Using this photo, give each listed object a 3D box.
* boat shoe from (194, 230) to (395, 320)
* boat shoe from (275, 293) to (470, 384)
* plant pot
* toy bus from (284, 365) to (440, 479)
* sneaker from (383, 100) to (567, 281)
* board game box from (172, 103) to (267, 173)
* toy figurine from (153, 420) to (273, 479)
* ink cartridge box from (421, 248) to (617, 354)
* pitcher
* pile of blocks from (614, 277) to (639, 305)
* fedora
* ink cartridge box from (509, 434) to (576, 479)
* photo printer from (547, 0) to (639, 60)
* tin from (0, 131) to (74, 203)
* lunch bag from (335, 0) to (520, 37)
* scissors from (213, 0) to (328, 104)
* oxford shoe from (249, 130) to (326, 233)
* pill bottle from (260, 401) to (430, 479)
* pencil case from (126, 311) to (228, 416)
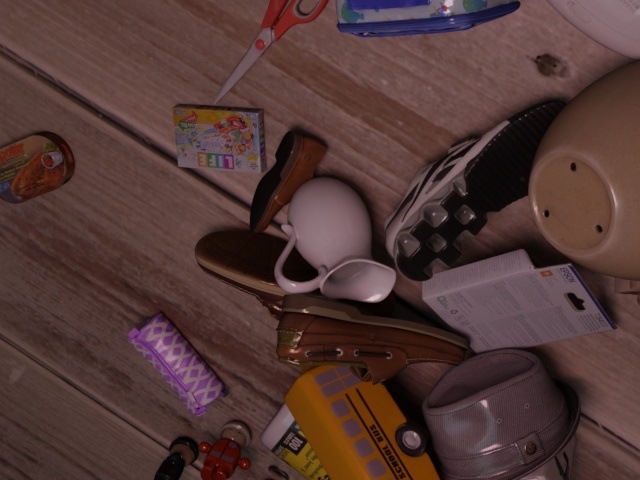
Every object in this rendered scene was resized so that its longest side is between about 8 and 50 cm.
[{"bbox_3d":[-0.052,0.090,1.484,0.341,0.123,0.123,17,125,2],"label":"boat shoe"},{"bbox_3d":[0.075,0.161,1.328,0.307,0.110,0.105,14,79,-18],"label":"boat shoe"},{"bbox_3d":[0.370,-0.067,1.105,0.284,0.190,0.284,33,132,45],"label":"plant pot"},{"bbox_3d":[0.053,0.284,1.359,0.333,0.130,0.108,57,146,20],"label":"toy bus"},{"bbox_3d":[0.216,-0.098,1.299,0.330,0.146,0.122,-40,121,7],"label":"sneaker"},{"bbox_3d":[-0.165,-0.168,1.470,0.154,0.026,0.104,6,115,19],"label":"board game box"},{"bbox_3d":[-0.194,0.466,1.699,0.213,0.148,0.210,-25,107,27],"label":"toy figurine"},{"bbox_3d":[0.295,0.092,1.321,0.223,0.045,0.223,-16,143,27],"label":"ink cartridge box"},{"bbox_3d":[0.000,0.000,1.353,0.177,0.207,0.126,-2,133,-21],"label":"pitcher"},{"bbox_3d":[0.547,0.137,1.288,0.362,0.148,0.112,61,163,0],"label":"pile of blocks"},{"bbox_3d":[0.251,0.256,1.353,0.275,0.244,0.124,-26,107,2],"label":"fedora"},{"bbox_3d":[0.301,0.351,1.396,0.160,0.219,0.093,-18,106,28],"label":"ink cartridge box"},{"bbox_3d":[0.406,-0.391,1.087,0.256,0.107,0.307,40,121,-7],"label":"photo printer"},{"bbox_3d":[-0.529,-0.134,1.627,0.189,0.040,0.106,-15,110,27],"label":"tin"},{"bbox_3d":[0.135,-0.321,1.175,0.218,0.176,0.090,7,112,38],"label":"lunch bag"},{"bbox_3d":[-0.075,-0.309,1.374,0.109,0.021,0.297,31,119,5],"label":"scissors"},{"bbox_3d":[-0.055,-0.081,1.444,0.076,0.076,0.212,12,135,-26],"label":"oxford shoe"},{"bbox_3d":[0.080,0.362,1.509,0.334,0.188,0.188,36,121,4],"label":"pill bottle"},{"bbox_3d":[-0.267,0.231,1.651,0.086,0.088,0.206,-39,93,28],"label":"pencil case"}]
